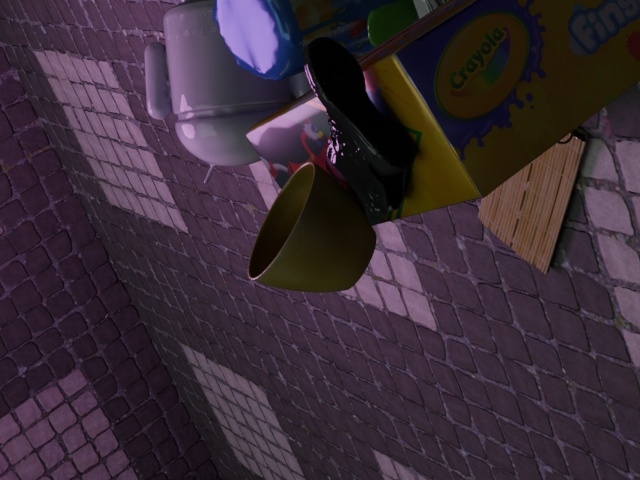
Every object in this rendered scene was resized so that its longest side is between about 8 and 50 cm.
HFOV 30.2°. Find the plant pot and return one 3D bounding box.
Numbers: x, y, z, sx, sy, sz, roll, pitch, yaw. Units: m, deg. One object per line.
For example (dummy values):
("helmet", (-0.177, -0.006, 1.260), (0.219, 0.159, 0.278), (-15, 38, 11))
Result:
("plant pot", (0.000, 0.000, 1.206), (0.095, 0.134, 0.134), (27, 161, -15))

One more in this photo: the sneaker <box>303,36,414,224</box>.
("sneaker", (0.027, -0.099, 1.087), (0.170, 0.051, 0.089), (53, 152, -3))

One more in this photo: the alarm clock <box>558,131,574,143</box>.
("alarm clock", (0.264, -0.194, 1.546), (0.192, 0.129, 0.064), (40, 158, -18))

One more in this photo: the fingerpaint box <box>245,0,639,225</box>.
("fingerpaint box", (0.192, -0.194, 1.275), (0.163, 0.445, 0.371), (57, 156, -8))

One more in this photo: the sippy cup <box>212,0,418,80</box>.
("sippy cup", (-0.024, -0.347, 1.715), (0.240, 0.224, 0.305), (58, 146, -6))

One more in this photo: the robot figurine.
("robot figurine", (-0.151, -0.276, 1.961), (0.299, 0.200, 0.354), (-5, 95, 18))

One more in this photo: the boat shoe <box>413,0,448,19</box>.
("boat shoe", (0.150, -0.372, 1.599), (0.070, 0.078, 0.219), (-20, 96, 32))

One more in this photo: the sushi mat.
("sushi mat", (0.303, -0.085, 1.732), (0.151, 0.019, 0.316), (42, 154, 25))

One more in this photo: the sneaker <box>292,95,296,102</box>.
("sneaker", (-0.066, -0.232, 2.107), (0.295, 0.123, 0.109), (10, 129, 58))
